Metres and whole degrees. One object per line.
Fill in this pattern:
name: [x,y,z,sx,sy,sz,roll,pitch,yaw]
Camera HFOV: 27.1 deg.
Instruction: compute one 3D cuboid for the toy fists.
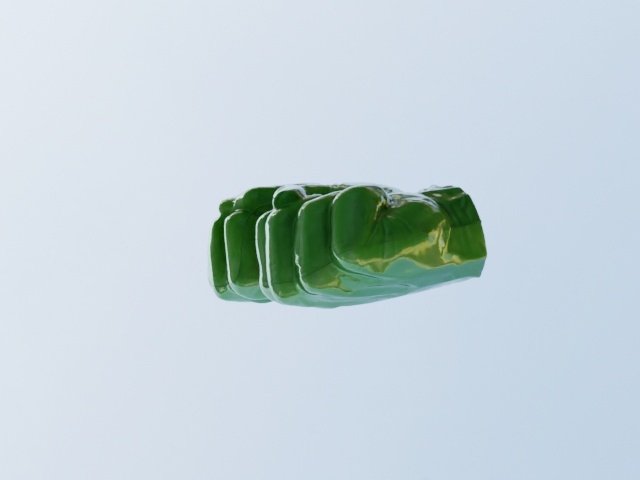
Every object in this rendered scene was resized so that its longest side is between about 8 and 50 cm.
toy fists: [0.000,0.000,1.006,0.142,0.279,0.096,-12,-85,-23]
